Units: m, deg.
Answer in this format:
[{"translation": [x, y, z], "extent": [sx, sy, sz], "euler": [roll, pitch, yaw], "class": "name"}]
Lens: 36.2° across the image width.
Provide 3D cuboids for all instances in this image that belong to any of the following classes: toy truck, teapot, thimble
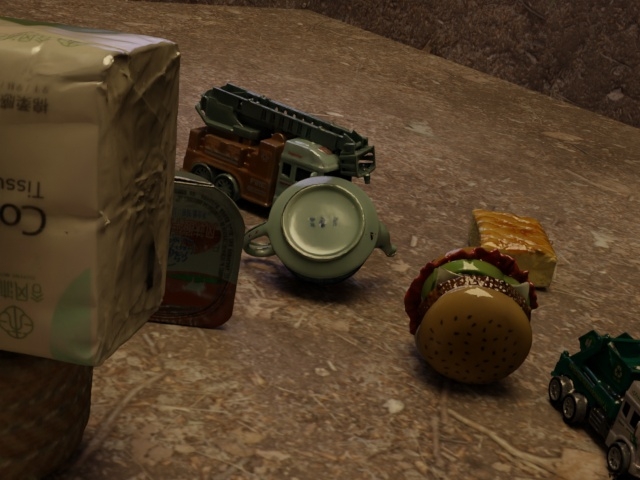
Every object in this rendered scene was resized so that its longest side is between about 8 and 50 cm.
[{"translation": [0.361, 0.180, 1.149], "extent": [0.110, 0.116, 0.216], "euler": [5, 22, -15], "class": "toy truck"}, {"translation": [0.000, 0.000, 1.431], "extent": [0.231, 0.159, 0.159], "euler": [0, 22, 0], "class": "teapot"}, {"translation": [-0.317, 0.129, 0.925], "extent": [0.195, 0.148, 0.229], "euler": [7, 19, -5], "class": "thimble"}, {"translation": [-0.069, -0.141, 1.664], "extent": [0.338, 0.185, 0.133], "euler": [22, 25, 27], "class": "toy truck"}]

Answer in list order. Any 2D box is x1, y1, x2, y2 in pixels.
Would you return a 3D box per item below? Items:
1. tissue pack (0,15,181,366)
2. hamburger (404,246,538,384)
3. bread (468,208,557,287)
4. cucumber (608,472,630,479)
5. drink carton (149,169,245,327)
[{"translation": [-0.319, -0.063, 0.850], "extent": [0.356, 0.266, 0.194], "euler": [9, 16, 10], "class": "tissue pack"}, {"translation": [0.189, 0.103, 1.224], "extent": [0.175, 0.175, 0.137], "euler": [9, 35, -3], "class": "hamburger"}, {"translation": [0.314, 0.008, 1.630], "extent": [0.125, 0.068, 0.188], "euler": [11, 21, 0], "class": "bread"}, {"translation": [0.305, 0.277, 0.994], "extent": [0.039, 0.043, 0.163], "euler": [52, 30, 1], "class": "cucumber"}, {"translation": [-0.193, -0.009, 1.292], "extent": [0.185, 0.191, 0.190], "euler": [7, 15, -4], "class": "drink carton"}]
